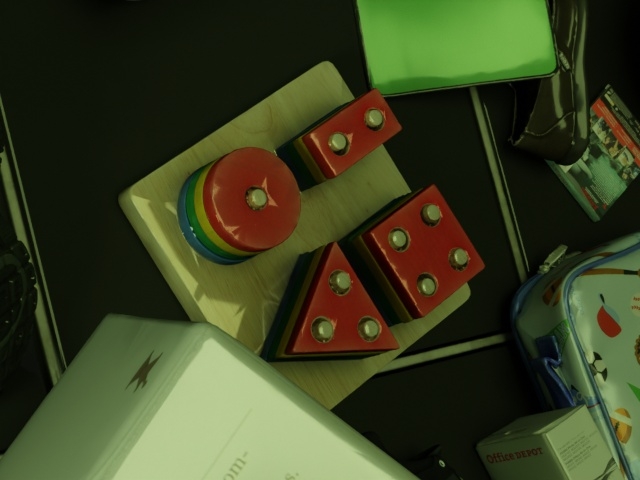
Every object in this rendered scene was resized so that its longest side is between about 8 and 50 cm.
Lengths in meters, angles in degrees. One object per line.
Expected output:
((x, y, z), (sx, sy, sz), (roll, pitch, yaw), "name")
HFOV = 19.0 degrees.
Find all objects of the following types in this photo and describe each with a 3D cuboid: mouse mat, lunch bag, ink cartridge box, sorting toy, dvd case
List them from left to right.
((0.000, 0.000, 1.667), (0.255, 0.089, 0.257), (-36, 98, -33), "sorting toy")
((0.125, -0.217, 1.809), (0.189, 0.007, 0.153), (-8, 81, -11), "mouse mat")
((0.222, 0.230, 1.735), (0.063, 0.109, 0.150), (-30, 94, -33), "ink cartridge box")
((0.281, -0.088, 1.912), (0.087, 0.013, 0.119), (50, 57, -12), "dvd case")
((0.310, 0.135, 1.816), (0.243, 0.115, 0.303), (-23, 91, -32), "lunch bag")

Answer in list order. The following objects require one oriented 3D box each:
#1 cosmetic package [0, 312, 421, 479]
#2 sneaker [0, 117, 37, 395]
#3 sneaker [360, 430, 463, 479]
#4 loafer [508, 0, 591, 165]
((-0.059, 0.292, 1.335), (0.393, 0.327, 0.329), (38, 79, -13), "cosmetic package")
((-0.302, 0.000, 1.474), (0.109, 0.130, 0.286), (-29, 117, -61), "sneaker")
((0.111, 0.228, 1.682), (0.234, 0.084, 0.097), (23, 65, -26), "sneaker")
((0.212, -0.182, 1.851), (0.078, 0.080, 0.220), (2, 72, -21), "loafer")
